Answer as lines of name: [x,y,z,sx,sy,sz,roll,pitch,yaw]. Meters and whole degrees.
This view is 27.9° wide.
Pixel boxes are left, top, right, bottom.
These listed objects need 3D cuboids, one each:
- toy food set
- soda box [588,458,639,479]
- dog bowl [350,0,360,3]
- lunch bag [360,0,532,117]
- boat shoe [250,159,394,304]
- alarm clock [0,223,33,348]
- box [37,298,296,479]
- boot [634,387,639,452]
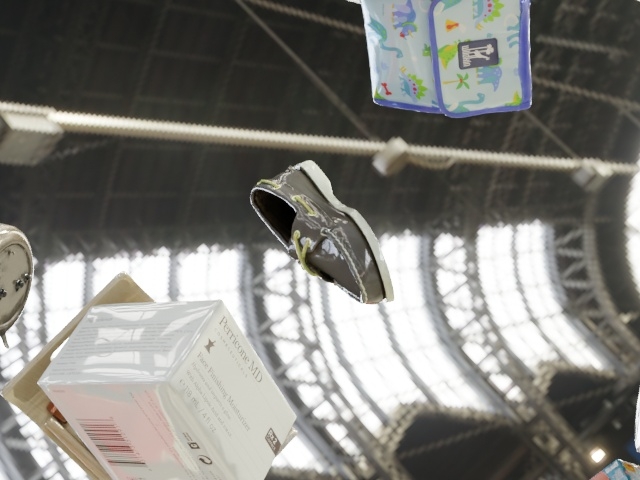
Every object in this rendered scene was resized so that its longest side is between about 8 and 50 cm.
toy food set: [-0.213,0.216,1.604,0.220,0.306,0.092,-46,-10,-10]
soda box: [0.336,0.353,1.630,0.063,0.058,0.183,21,-56,-43]
dog bowl: [0.103,-0.441,1.569,0.349,0.102,0.348,-7,-62,-14]
lunch bag: [0.119,-0.185,1.174,0.096,0.151,0.128,-50,-39,-43]
boat shoe: [0.000,0.000,1.215,0.069,0.227,0.081,-19,-57,-14]
alarm clock: [-0.364,0.025,1.414,0.129,0.064,0.192,-37,-47,-67]
box: [-0.154,0.164,1.324,0.181,0.182,0.119,60,-138,-31]
boot: [0.469,0.169,1.586,0.095,0.123,0.258,-78,-5,-53]
